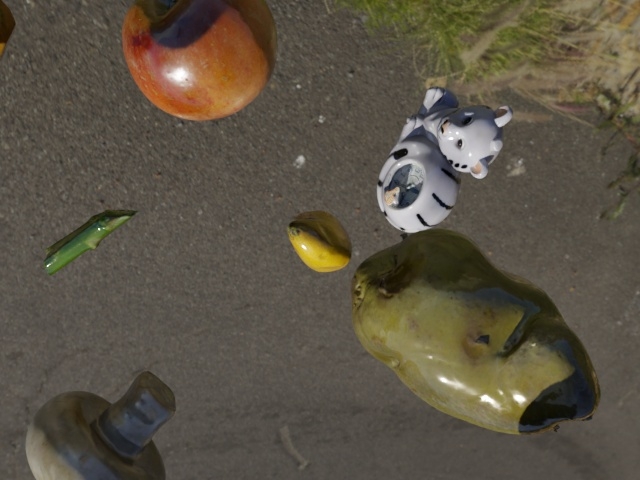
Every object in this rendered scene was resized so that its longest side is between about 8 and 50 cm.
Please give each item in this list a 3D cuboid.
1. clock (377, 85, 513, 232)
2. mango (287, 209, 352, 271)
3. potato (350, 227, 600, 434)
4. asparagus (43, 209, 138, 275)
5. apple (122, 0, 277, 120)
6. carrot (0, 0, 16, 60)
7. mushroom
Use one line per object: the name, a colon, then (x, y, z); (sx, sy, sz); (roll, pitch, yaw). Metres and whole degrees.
clock: (0.143, -0.085, 0.654); (0.079, 0.117, 0.176); (19, 101, -38)
mango: (0.000, 0.000, 0.769); (0.075, 0.098, 0.190); (-54, 178, 3)
potato: (0.194, 0.125, 0.745); (0.218, 0.351, 0.202); (-58, 155, 10)
asparagus: (-0.208, -0.003, 0.499); (0.108, 0.025, 0.021); (-31, 128, 13)
apple: (-0.198, -0.331, 0.919); (0.253, 0.254, 0.254); (-18, 135, -19)
carrot: (-0.551, -0.258, 0.791); (0.301, 0.114, 0.114); (-16, 147, 29)
mushroom: (-0.327, 0.320, 0.901); (0.243, 0.243, 0.244); (-18, 135, -19)
